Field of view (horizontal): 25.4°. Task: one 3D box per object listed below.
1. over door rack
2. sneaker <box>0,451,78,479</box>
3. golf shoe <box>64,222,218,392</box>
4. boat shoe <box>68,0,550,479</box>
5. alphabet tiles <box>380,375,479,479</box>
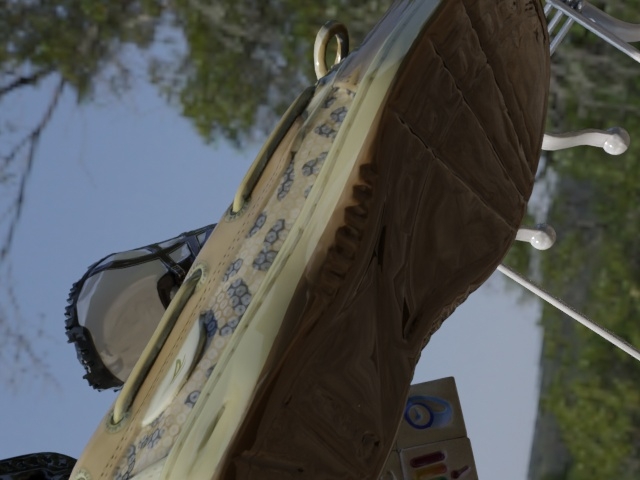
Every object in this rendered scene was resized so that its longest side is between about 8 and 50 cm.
[{"bbox_3d":[0.235,-0.031,1.043,0.108,0.324,0.239,-37,-17,-48],"label":"over door rack"},{"bbox_3d":[-0.235,0.201,0.793,0.227,0.087,0.130,-6,-70,-32],"label":"sneaker"},{"bbox_3d":[-0.076,0.026,0.863,0.198,0.094,0.077,-39,-73,-57],"label":"golf shoe"},{"bbox_3d":[0.000,0.000,0.519,0.285,0.089,0.104,-59,-44,-27],"label":"boat shoe"},{"bbox_3d":[-0.004,0.192,0.740,0.009,0.198,0.237,72,-173,-53],"label":"alphabet tiles"}]
